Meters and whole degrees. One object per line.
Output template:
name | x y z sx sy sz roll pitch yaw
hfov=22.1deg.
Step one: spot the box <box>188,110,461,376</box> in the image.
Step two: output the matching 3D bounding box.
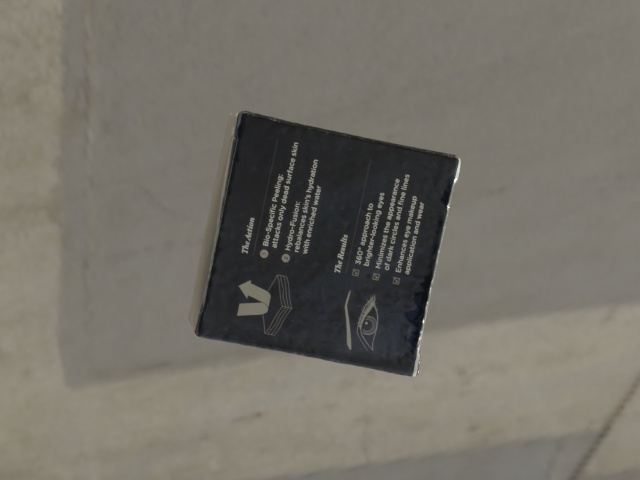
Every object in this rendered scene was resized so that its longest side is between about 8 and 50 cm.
box | 0.000 0.000 1.145 0.158 0.156 0.093 12 -177 -9
